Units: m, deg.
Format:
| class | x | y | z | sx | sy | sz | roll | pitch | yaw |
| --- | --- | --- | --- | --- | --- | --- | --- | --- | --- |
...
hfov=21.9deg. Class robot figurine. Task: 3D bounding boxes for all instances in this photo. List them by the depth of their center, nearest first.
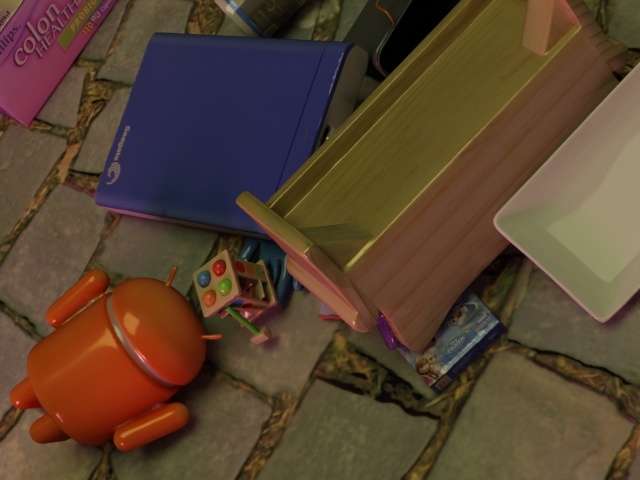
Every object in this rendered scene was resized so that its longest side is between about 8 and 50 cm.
| class | x | y | z | sx | sy | sz | roll | pitch | yaw |
| --- | --- | --- | --- | --- | --- | --- | --- | --- | --- |
| robot figurine | -0.206 | 0.124 | 1.677 | 0.219 | 0.128 | 0.158 | -36 | 38 | 12 |

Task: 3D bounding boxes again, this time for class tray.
| class | x | y | z | sx | sy | sz | roll | pitch | yaw |
| --- | --- | --- | --- | --- | --- | --- | --- | --- | --- |
| tray | 0.297 | -0.066 | 1.490 | 0.270 | 0.030 | 0.145 | -47 | 71 | 1 |

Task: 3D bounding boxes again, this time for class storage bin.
| class | x | y | z | sx | sy | sz | roll | pitch | yaw |
| --- | --- | --- | --- | --- | --- | --- | --- | --- | --- |
| storage bin | 0.082 | -0.225 | 1.719 | 0.091 | 0.098 | 0.135 | 19 | 75 | 51 |

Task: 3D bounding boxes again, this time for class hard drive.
| class | x | y | z | sx | sy | sz | roll | pitch | yaw |
| --- | --- | --- | --- | --- | --- | --- | --- | --- | --- |
| hard drive | -0.102 | -0.115 | 1.759 | 0.319 | 0.040 | 0.210 | 10 | 78 | 46 |

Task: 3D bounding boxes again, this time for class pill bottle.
| class | x | y | z | sx | sy | sz | roll | pitch | yaw |
| --- | --- | --- | --- | --- | --- | --- | --- | --- | --- |
| pill bottle | -0.046 | -0.291 | 1.849 | 0.137 | 0.078 | 0.078 | -44 | 48 | 4 |

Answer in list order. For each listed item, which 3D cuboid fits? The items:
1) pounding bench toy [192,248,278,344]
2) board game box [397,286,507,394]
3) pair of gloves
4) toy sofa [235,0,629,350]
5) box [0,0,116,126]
| class | x | y | z | sx | sy | sz | roll | pitch | yaw |
| --- | --- | --- | --- | --- | --- | --- | --- | --- | --- |
| pounding bench toy | -0.084 | 0.060 | 1.649 | 0.052 | 0.065 | 0.083 | -36 | 56 | 29 |
| board game box | 0.115 | 0.084 | 1.552 | 0.090 | 0.020 | 0.090 | -44 | 47 | 3 |
| pair of gloves | 0.000 | 0.000 | 1.662 | 0.198 | 0.023 | 0.159 | 10 | 81 | 41 |
| toy sofa | 0.116 | -0.083 | 1.550 | 0.362 | 0.177 | 0.150 | -46 | 36 | -4 |
| box | -0.406 | -0.290 | 2.067 | 0.243 | 0.117 | 0.213 | 27 | 80 | 42 |
